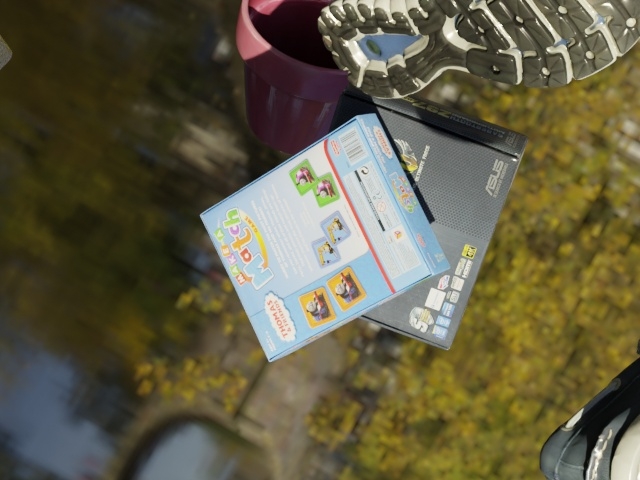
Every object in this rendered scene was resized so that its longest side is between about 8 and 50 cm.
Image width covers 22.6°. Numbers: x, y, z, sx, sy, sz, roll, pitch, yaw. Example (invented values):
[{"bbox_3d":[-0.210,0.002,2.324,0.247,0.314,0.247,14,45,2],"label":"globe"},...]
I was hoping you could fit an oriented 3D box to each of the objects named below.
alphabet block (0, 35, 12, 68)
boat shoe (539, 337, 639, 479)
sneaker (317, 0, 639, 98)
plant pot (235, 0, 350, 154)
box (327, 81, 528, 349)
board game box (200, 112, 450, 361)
[{"bbox_3d":[-0.568,-0.272,2.138,0.197,0.192,0.193,-47,145,-15],"label":"alphabet block"},{"bbox_3d":[0.233,0.088,0.973,0.254,0.079,0.095,-35,121,-34],"label":"boat shoe"},{"bbox_3d":[0.145,-0.210,1.314,0.330,0.130,0.147,2,-137,49],"label":"sneaker"},{"bbox_3d":[-0.014,-0.210,1.967,0.201,0.201,0.180,-57,170,-42],"label":"plant pot"},{"bbox_3d":[0.081,-0.026,1.583,0.059,0.183,0.233,-56,166,-61],"label":"box"},{"bbox_3d":[0.000,0.000,1.498,0.211,0.160,0.039,-30,173,34],"label":"board game box"}]
